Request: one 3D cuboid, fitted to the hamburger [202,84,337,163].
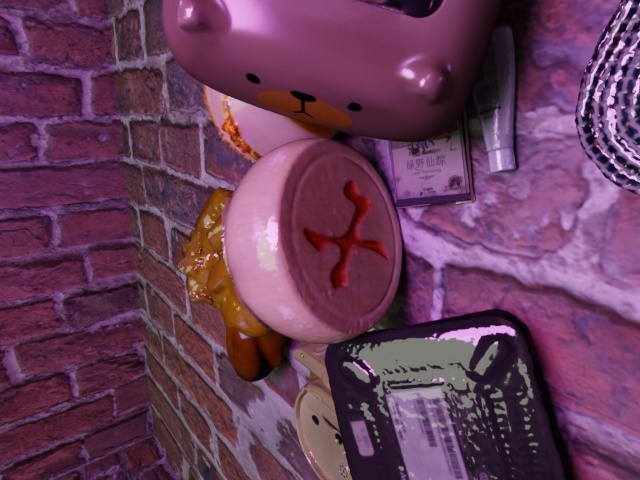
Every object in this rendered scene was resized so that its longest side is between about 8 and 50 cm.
[{"bbox_3d":[-0.090,-0.274,0.795,0.179,0.276,0.294,-13,70,40],"label":"hamburger"}]

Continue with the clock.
[{"bbox_3d":[0.052,0.415,0.923,0.286,0.117,0.348,22,116,47],"label":"clock"}]

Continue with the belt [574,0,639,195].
[{"bbox_3d":[0.366,-0.167,0.346,0.207,0.160,0.295,50,134,31],"label":"belt"}]

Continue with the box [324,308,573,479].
[{"bbox_3d":[0.189,0.305,0.661,0.350,0.091,0.359,-18,83,29],"label":"box"}]

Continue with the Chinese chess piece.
[{"bbox_3d":[0.000,0.000,0.700,0.140,0.338,0.338,-9,93,42],"label":"Chinese chess piece"}]

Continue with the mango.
[{"bbox_3d":[-0.170,0.248,1.131,0.201,0.153,0.287,29,124,33],"label":"mango"}]

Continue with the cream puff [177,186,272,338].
[{"bbox_3d":[-0.166,0.031,0.911,0.378,0.275,0.378,-174,90,-78],"label":"cream puff"}]

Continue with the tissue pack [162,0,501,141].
[{"bbox_3d":[0.014,-0.278,0.508,0.277,0.387,0.267,-87,13,-77],"label":"tissue pack"}]

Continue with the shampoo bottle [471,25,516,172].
[{"bbox_3d":[0.245,-0.191,0.585,0.069,0.041,0.190,-5,96,47],"label":"shampoo bottle"}]

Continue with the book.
[{"bbox_3d":[0.172,-0.172,0.694,0.157,0.026,0.231,0,100,51],"label":"book"}]
